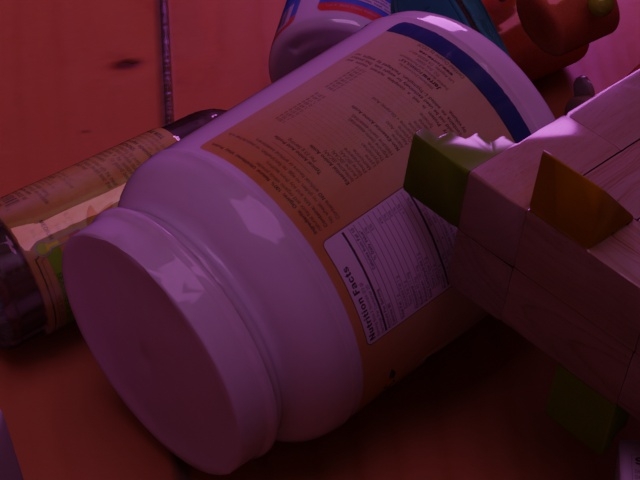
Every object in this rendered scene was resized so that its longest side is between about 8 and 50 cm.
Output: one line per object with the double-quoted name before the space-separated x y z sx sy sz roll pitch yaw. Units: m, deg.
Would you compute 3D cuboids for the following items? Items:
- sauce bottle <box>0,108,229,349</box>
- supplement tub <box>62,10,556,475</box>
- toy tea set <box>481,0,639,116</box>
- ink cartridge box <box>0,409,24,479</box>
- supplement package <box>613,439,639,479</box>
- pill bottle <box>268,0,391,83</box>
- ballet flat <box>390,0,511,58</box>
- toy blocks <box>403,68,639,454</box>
"sauce bottle" -0.116 -0.034 1.424 0.344 0.111 0.111 -28 50 -21
"supplement tub" 0.000 0.000 1.301 0.316 0.228 0.228 -34 52 -27
"toy tea set" 0.226 -0.166 1.475 0.124 0.200 0.336 -34 52 -16
"ink cartridge box" -0.320 0.253 1.137 0.223 0.129 0.307 1 45 5
"supplement package" 0.235 0.226 1.148 0.105 0.105 0.179 2 45 5
"pill bottle" 0.037 -0.207 1.578 0.124 0.124 0.221 7 46 10
"ballet flat" 0.138 -0.106 1.464 0.083 0.087 0.247 -28 84 23
"toy blocks" 0.278 0.013 1.175 0.261 0.190 0.381 -31 55 -35
